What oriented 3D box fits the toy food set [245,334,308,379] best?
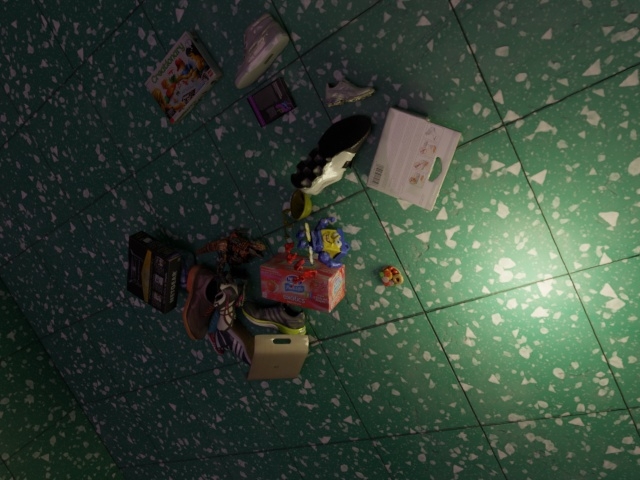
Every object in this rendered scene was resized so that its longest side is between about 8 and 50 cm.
[{"bbox_3d":[-0.188,0.491,1.977,0.219,0.093,0.306,3,138,-15],"label":"toy food set"}]

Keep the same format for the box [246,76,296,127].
[{"bbox_3d":[-0.175,-0.492,1.680,0.162,0.029,0.116,-20,101,33],"label":"box"}]

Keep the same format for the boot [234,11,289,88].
[{"bbox_3d":[-0.227,-0.652,1.615,0.258,0.095,0.123,-38,84,25],"label":"boot"}]

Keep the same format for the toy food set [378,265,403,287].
[{"bbox_3d":[0.257,0.133,1.721,0.082,0.020,0.083,-34,93,33],"label":"toy food set"}]

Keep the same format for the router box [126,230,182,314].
[{"bbox_3d":[-0.747,0.145,2.102,0.242,0.081,0.309,28,123,17],"label":"router box"}]

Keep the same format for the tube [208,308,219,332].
[{"bbox_3d":[-0.463,0.336,2.157,0.080,0.052,0.207,49,126,32],"label":"tube"}]

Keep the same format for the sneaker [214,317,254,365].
[{"bbox_3d":[-0.374,0.497,2.147,0.153,0.099,0.282,-40,83,29],"label":"sneaker"}]

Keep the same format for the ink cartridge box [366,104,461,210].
[{"bbox_3d":[0.297,-0.264,1.514,0.238,0.060,0.275,24,119,16],"label":"ink cartridge box"}]

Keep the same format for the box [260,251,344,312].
[{"bbox_3d":[-0.068,0.156,1.821,0.299,0.154,0.142,10,114,25],"label":"box"}]

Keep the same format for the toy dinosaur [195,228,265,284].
[{"bbox_3d":[-0.373,0.061,1.970,0.321,0.164,0.219,6,99,45],"label":"toy dinosaur"}]

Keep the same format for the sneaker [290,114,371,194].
[{"bbox_3d":[0.052,-0.286,1.611,0.330,0.146,0.123,-41,62,12],"label":"sneaker"}]

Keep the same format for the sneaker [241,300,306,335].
[{"bbox_3d":[-0.191,0.302,1.982,0.299,0.111,0.122,16,111,12],"label":"sneaker"}]

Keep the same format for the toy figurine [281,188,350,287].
[{"bbox_3d":[0.000,0.000,1.739,0.191,0.217,0.363,-53,38,47],"label":"toy figurine"}]

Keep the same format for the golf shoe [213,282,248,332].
[{"bbox_3d":[-0.407,0.280,2.016,0.120,0.105,0.273,17,120,-20],"label":"golf shoe"}]

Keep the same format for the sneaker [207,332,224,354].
[{"bbox_3d":[-0.484,0.486,2.234,0.067,0.042,0.119,-33,91,37],"label":"sneaker"}]

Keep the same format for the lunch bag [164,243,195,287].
[{"bbox_3d":[-0.675,0.121,2.157,0.218,0.090,0.176,13,119,23],"label":"lunch bag"}]

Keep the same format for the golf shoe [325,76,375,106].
[{"bbox_3d":[0.090,-0.490,1.525,0.176,0.069,0.086,-3,103,27],"label":"golf shoe"}]

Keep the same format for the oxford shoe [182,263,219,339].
[{"bbox_3d":[-0.525,0.296,2.108,0.132,0.130,0.364,16,112,26],"label":"oxford shoe"}]

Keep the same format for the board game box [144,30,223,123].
[{"bbox_3d":[-0.527,-0.615,1.795,0.305,0.053,0.193,-33,93,33],"label":"board game box"}]
